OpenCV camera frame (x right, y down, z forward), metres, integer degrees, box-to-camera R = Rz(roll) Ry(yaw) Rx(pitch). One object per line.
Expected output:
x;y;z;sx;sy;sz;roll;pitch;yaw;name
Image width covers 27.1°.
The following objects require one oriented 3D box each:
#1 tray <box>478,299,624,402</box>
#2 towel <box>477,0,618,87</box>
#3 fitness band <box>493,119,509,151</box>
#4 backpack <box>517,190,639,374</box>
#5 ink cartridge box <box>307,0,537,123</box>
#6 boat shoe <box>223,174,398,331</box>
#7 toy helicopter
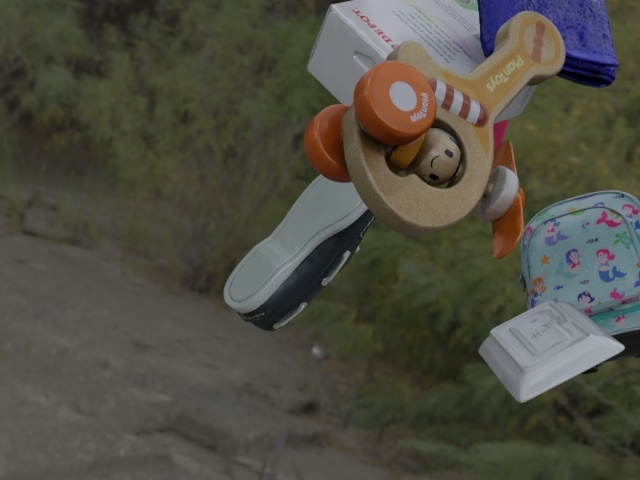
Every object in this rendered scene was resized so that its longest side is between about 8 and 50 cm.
0.284;0.130;1.699;0.145;0.030;0.270;-27;10;0;tray
0.307;-0.373;1.823;0.228;0.308;0.076;9;-25;-33;towel
0.289;-0.224;2.261;0.054;0.290;0.209;16;20;0;fitness band
0.416;0.048;2.023;0.225;0.253;0.191;-15;-38;21;backpack
0.151;-0.249;1.862;0.278;0.117;0.201;-21;57;-41;ink cartridge box
0.000;0.000;1.825;0.091;0.302;0.114;43;9;-40;boat shoe
0.169;-0.128;1.428;0.235;0.355;0.140;49;-35;-4;toy helicopter
